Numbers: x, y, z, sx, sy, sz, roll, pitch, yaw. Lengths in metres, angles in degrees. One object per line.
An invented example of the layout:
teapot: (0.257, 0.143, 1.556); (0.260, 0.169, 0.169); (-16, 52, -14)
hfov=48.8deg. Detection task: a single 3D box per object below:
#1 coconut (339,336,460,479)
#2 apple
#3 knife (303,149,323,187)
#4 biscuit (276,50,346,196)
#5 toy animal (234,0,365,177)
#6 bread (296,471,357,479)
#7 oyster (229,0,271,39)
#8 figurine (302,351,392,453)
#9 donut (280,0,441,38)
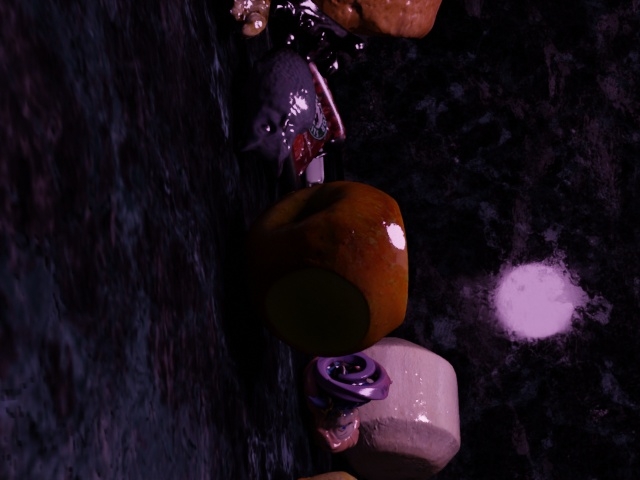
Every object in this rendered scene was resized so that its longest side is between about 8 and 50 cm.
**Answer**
coconut: (0.136, 0.299, 1.299); (0.237, 0.237, 0.266); (76, 14, -54)
apple: (0.012, 0.027, 0.640); (0.146, 0.163, 0.147); (-72, 141, -58)
knife: (-0.019, -0.213, 1.325); (0.073, 0.040, 0.266); (98, -12, -65)
biscuit: (-0.031, -0.154, 0.933); (0.235, 0.063, 0.151); (-56, 138, -57)
toy animal: (-0.055, -0.162, 0.748); (0.121, 0.117, 0.210); (38, 61, -28)
bread: (0.011, 0.312, 0.750); (0.156, 0.086, 0.125); (-95, 166, -59)
oyster: (-0.075, -0.256, 0.702); (0.103, 0.051, 0.148); (67, 17, -69)
figurine: (0.022, 0.214, 0.964); (0.126, 0.114, 0.157); (-36, 156, -49)
donut: (0.057, -0.410, 1.126); (0.317, 0.299, 0.150); (-28, 128, -59)
